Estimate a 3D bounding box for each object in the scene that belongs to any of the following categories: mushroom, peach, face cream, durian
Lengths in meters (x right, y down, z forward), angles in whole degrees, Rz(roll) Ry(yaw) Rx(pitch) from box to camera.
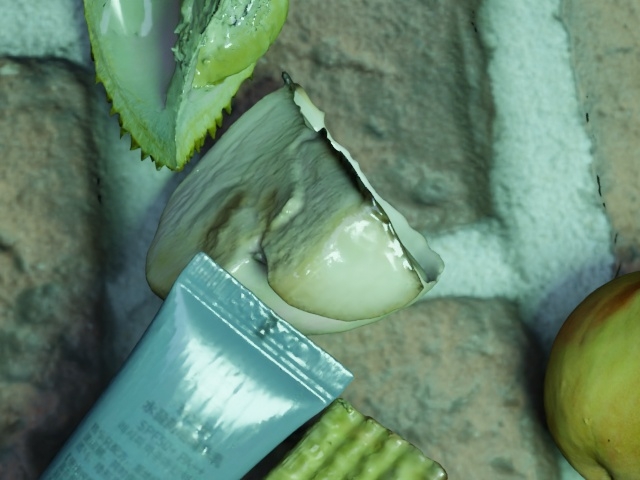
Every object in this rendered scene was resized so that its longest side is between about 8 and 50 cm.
[{"bbox_3d":[-0.014,0.022,1.033,0.173,0.236,0.162,-42,119,7],"label":"mushroom"},{"bbox_3d":[0.254,0.108,1.031,0.184,0.184,0.184,1,77,-6],"label":"peach"},{"bbox_3d":[-0.153,0.191,0.947,0.135,0.086,0.385,40,99,-9],"label":"face cream"},{"bbox_3d":[-0.091,-0.219,1.049,0.172,0.166,0.306,27,112,-11],"label":"durian"}]

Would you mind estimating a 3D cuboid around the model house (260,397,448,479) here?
[{"bbox_3d":[0.026,0.244,0.982,0.254,0.160,0.196,41,77,6],"label":"model house"}]
